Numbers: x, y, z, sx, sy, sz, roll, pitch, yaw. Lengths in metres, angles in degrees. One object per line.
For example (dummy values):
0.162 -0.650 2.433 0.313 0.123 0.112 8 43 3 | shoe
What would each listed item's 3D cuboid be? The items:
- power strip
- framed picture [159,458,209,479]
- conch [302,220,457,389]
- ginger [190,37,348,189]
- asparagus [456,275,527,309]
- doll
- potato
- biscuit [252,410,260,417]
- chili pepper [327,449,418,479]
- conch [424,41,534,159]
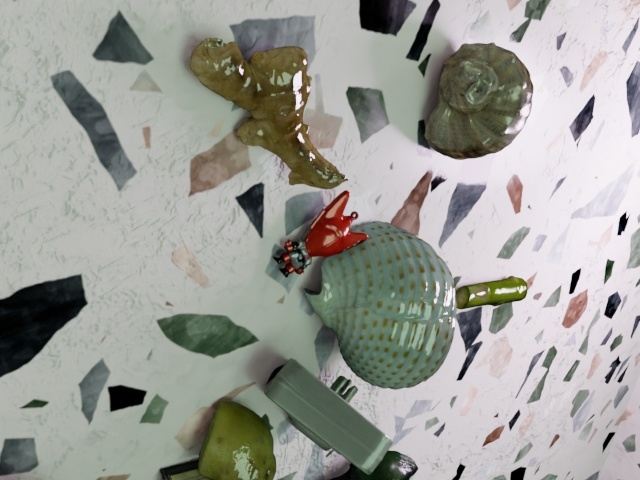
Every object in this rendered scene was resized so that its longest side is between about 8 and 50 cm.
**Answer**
0.023 0.308 1.368 0.141 0.229 0.261 -51 173 -12 | power strip
-0.165 0.465 1.292 0.195 0.199 0.010 0 141 -45 | framed picture
0.142 0.125 1.390 0.319 0.215 0.303 30 80 -51 | conch
-0.061 -0.185 1.084 0.148 0.081 0.334 -44 137 -12 | ginger
0.406 0.125 1.778 0.277 0.060 0.067 0 132 -46 | asparagus
0.000 0.000 1.274 0.169 0.057 0.109 -38 126 -19 | doll
-0.128 0.359 1.295 0.149 0.081 0.120 15 104 -15 | potato
-0.143 0.351 1.364 0.084 0.023 0.084 -24 128 -35 | biscuit
0.081 0.534 1.626 0.264 0.116 0.148 -34 159 2 | chili pepper
0.312 -0.241 1.380 0.291 0.159 0.210 23 94 -52 | conch
